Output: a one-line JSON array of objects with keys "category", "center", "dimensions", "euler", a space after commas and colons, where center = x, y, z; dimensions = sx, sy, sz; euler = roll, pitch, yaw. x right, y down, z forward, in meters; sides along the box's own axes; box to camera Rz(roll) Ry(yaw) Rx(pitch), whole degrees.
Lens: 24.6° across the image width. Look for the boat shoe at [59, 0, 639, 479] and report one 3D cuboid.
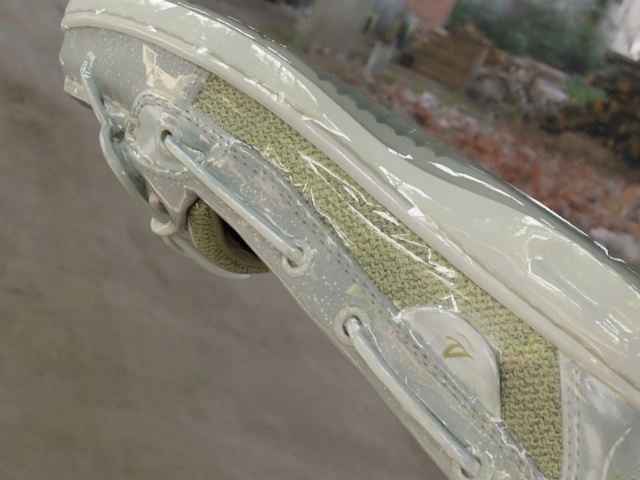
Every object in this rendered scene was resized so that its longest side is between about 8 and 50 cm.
[{"category": "boat shoe", "center": [0.002, 0.001, 0.537], "dimensions": [0.320, 0.103, 0.118], "euler": [35, 2, 30]}]
